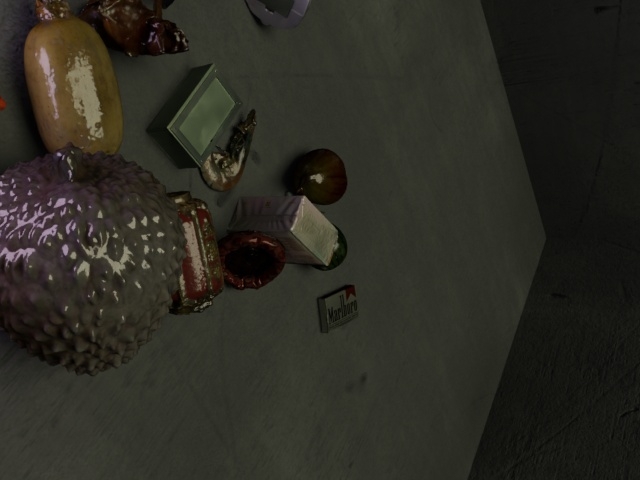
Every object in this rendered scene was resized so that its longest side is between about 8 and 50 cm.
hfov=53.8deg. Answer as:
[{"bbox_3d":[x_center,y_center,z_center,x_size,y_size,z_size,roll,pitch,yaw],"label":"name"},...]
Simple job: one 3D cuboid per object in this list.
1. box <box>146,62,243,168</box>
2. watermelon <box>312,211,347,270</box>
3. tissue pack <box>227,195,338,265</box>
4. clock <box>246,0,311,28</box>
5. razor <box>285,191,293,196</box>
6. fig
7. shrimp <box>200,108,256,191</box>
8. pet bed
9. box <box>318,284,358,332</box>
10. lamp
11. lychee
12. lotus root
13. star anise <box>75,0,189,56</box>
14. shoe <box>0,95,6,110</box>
[{"bbox_3d":[-0.297,-0.298,1.515,0.129,0.086,0.225,53,51,-39],"label":"box"},{"bbox_3d":[0.000,0.000,1.885,0.140,0.141,0.187,-49,117,-42],"label":"watermelon"},{"bbox_3d":[-0.098,-0.025,1.672,0.185,0.225,0.124,43,58,-45],"label":"tissue pack"},{"bbox_3d":[-0.080,-0.723,1.755,0.189,0.189,0.254,62,39,-33],"label":"clock"},{"bbox_3d":[-0.094,-0.048,1.835,0.068,0.037,0.191,17,77,-51],"label":"razor"},{"bbox_3d":[-0.019,-0.173,1.832,0.274,0.146,0.170,-34,118,-65],"label":"fig"},{"bbox_3d":[-0.234,-0.247,1.631,0.143,0.052,0.251,40,60,-43],"label":"shrimp"},{"bbox_3d":[-0.182,0.050,1.598,0.201,0.201,0.053,50,22,-41],"label":"pet bed"},{"bbox_3d":[0.059,0.219,2.046,0.177,0.036,0.115,-18,104,-52],"label":"box"},{"bbox_3d":[-0.314,0.027,1.424,0.177,0.177,0.273,-23,107,-52],"label":"lamp"},{"bbox_3d":[-0.423,0.034,1.117,0.380,0.380,0.432,-33,137,-49],"label":"lychee"},{"bbox_3d":[-0.475,-0.307,1.215,0.169,0.152,0.342,-25,113,-51],"label":"lotus root"},{"bbox_3d":[-0.379,-0.470,1.338,0.346,0.237,0.148,-71,173,-56],"label":"star anise"},{"bbox_3d":[-0.637,-0.157,1.036,0.171,0.132,0.336,61,41,-47],"label":"shoe"}]
